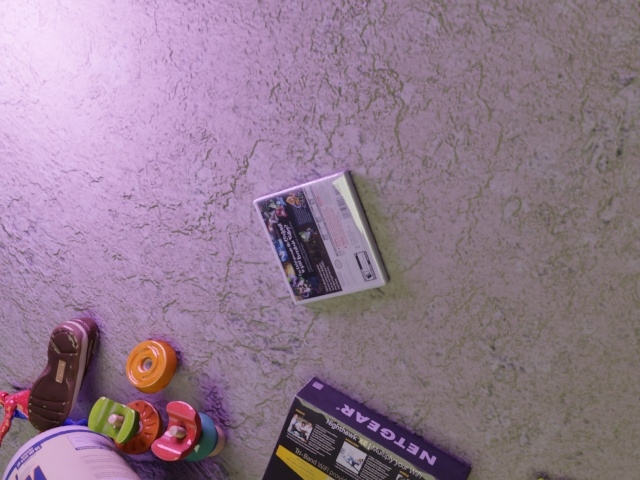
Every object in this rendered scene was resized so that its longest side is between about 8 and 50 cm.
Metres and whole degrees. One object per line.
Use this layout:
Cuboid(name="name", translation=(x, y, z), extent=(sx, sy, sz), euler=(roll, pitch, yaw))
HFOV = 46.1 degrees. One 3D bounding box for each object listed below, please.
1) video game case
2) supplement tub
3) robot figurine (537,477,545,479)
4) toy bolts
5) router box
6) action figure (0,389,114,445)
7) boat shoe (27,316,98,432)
Cuboid(name="video game case", translation=(0.000, 0.000, 1.193), extent=(0.173, 0.022, 0.190), euler=(-15, 103, 29))
Cuboid(name="supplement tub", translation=(-0.417, 0.498, 1.340), extent=(0.324, 0.235, 0.236), euler=(22, 122, 52))
Cuboid(name="robot figurine", translation=(0.351, 0.419, 1.161), extent=(0.115, 0.067, 0.101), euler=(-30, 83, 31))
Cuboid(name="toy bolts", translation=(-0.276, 0.320, 1.414), extent=(0.228, 0.158, 0.218), euler=(18, 76, 29))
Cuboid(name="router box", translation=(0.063, 0.414, 1.274), extent=(0.308, 0.081, 0.243), euler=(28, 114, 15))
Cuboid(name="action figure", translation=(-0.580, 0.411, 1.581), extent=(0.280, 0.091, 0.139), euler=(23, 102, 16))
Cuboid(name="boat shoe", translation=(-0.498, 0.265, 1.489), extent=(0.095, 0.095, 0.258), euler=(30, 112, 7))
